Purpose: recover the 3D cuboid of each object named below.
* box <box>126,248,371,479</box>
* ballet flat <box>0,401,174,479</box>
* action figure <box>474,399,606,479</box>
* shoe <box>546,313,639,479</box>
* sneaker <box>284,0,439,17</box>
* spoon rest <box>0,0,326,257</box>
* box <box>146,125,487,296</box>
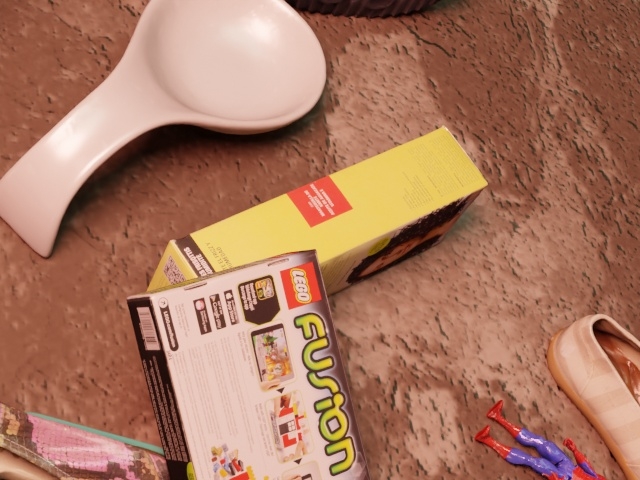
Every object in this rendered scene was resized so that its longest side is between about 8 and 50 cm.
[{"bbox_3d":[-0.032,0.118,0.742,0.114,0.036,0.207,-15,94,-32],"label":"box"},{"bbox_3d":[-0.189,0.122,0.715,0.221,0.077,0.079,24,58,-12],"label":"ballet flat"},{"bbox_3d":[0.162,0.154,0.862,0.115,0.030,0.038,35,49,-1],"label":"action figure"},{"bbox_3d":[0.245,0.140,0.884,0.076,0.058,0.219,-34,77,-34],"label":"shoe"},{"bbox_3d":[-0.038,-0.259,0.981,0.319,0.112,0.131,5,61,-20],"label":"sneaker"},{"bbox_3d":[-0.101,-0.098,0.874,0.137,0.084,0.276,43,56,4],"label":"spoon rest"},{"bbox_3d":[0.000,0.000,0.854,0.232,0.087,0.058,-24,71,-31],"label":"box"}]
